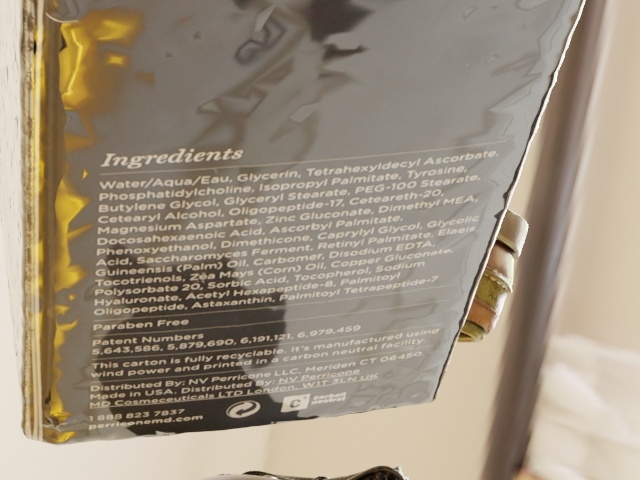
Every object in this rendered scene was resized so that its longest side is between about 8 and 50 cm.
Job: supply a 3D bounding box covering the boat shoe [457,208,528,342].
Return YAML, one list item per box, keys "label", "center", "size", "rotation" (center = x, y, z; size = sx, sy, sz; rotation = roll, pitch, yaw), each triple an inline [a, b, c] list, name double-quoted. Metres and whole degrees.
- label: "boat shoe"
  center: [0.000, 0.000, 1.348]
  size: [0.110, 0.307, 0.104]
  rotation: [39, -113, -59]

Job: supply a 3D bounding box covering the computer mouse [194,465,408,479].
- label: "computer mouse"
  center: [-0.075, 0.191, 1.246]
  size: [0.262, 0.184, 0.060]
  rotation: [-13, -91, -49]

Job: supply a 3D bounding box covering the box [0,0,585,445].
- label: "box"
  center: [-0.068, -0.198, 1.104]
  size: [0.472, 0.297, 0.480]
  rotation: [101, 160, -56]
